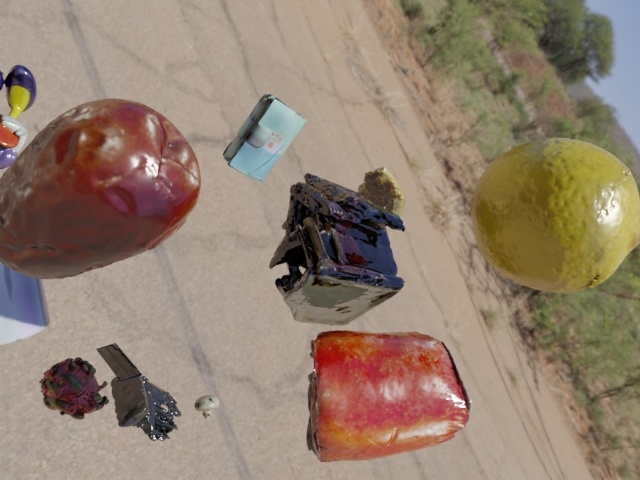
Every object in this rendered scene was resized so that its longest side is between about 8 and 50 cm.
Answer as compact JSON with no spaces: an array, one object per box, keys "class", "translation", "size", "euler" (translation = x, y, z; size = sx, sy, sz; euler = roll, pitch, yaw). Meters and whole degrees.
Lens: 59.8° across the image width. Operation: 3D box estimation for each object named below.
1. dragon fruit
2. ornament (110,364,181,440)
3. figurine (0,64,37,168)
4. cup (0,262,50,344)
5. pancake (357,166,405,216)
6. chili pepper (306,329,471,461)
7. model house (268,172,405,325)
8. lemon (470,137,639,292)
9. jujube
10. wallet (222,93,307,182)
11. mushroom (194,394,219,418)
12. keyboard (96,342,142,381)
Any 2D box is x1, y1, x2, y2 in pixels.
[{"class":"dragon fruit","translation":[-0.691,0.422,1.575],"size":[0.172,0.160,0.166],"euler":[53,25,13]},{"class":"ornament","translation":[-0.547,0.553,1.816],"size":[0.260,0.106,0.251],"euler":[52,-1,-37]},{"class":"figurine","translation":[-0.733,-0.204,1.191],"size":[0.154,0.193,0.421],"euler":[23,49,-33]},{"class":"cup","translation":[-0.927,0.105,1.572],"size":[0.253,0.253,0.372],"euler":[-35,126,-65]},{"class":"pancake","translation":[0.162,-0.144,1.832],"size":[0.266,0.244,0.057],"euler":[53,46,-40]},{"class":"chili pepper","translation":[0.119,0.308,1.143],"size":[0.305,0.229,0.251],"euler":[-2,49,-13]},{"class":"model house","translation":[0.000,0.000,1.127],"size":[0.317,0.297,0.283],"euler":[12,60,-42]},{"class":"lemon","translation":[0.404,-0.044,0.971],"size":[0.293,0.293,0.293],"euler":[43,31,-34]},{"class":"jujube","translation":[-0.331,-0.065,0.804],"size":[0.223,0.317,0.223],"euler":[53,20,-29]},{"class":"wallet","translation":[-0.171,-0.313,1.719],"size":[0.176,0.250,0.075],"euler":[25,18,-46]},{"class":"mushroom","translation":[-0.388,0.572,1.905],"size":[0.085,0.085,0.079],"euler":[3,78,-61]},{"class":"keyboard","translation":[-0.576,0.345,1.586],"size":[0.063,0.198,0.010],"euler":[-12,116,-37]}]
